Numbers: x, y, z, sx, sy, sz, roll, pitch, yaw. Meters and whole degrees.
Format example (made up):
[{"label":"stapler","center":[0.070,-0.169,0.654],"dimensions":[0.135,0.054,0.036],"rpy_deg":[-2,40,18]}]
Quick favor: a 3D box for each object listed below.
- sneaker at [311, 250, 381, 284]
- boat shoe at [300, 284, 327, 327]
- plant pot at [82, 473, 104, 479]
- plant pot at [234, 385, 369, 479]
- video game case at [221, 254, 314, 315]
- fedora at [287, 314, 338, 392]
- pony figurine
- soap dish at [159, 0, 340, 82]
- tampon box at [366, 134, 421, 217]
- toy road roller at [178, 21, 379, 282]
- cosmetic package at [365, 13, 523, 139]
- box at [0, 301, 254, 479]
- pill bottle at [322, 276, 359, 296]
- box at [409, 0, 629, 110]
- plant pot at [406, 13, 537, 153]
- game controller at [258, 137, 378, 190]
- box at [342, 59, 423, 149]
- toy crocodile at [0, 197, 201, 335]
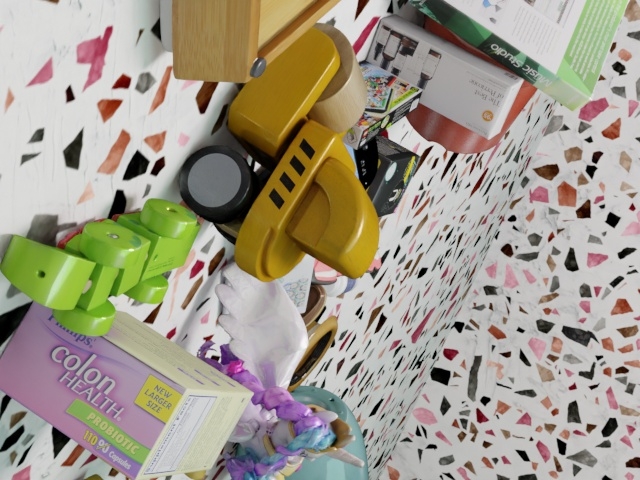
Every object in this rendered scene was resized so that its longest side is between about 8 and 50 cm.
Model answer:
[{"label":"sneaker","center":[0.000,0.000,1.931],"dimensions":[0.314,0.115,0.136],"rpy_deg":[-13,102,-60]},{"label":"boat shoe","center":[-0.067,0.134,1.900],"dimensions":[0.178,0.064,0.060],"rpy_deg":[-35,162,10]},{"label":"plant pot","center":[-0.352,0.489,1.544],"dimensions":[0.187,0.212,0.212],"rpy_deg":[-6,125,-54]},{"label":"plant pot","center":[-0.040,0.437,2.226],"dimensions":[0.293,0.293,0.235],"rpy_deg":[-39,138,-50]},{"label":"video game case","center":[-0.085,0.077,1.770],"dimensions":[0.143,0.019,0.157],"rpy_deg":[-10,142,-17]},{"label":"fedora","center":[-0.046,0.209,2.142],"dimensions":[0.194,0.079,0.194],"rpy_deg":[-48,164,-19]},{"label":"pony figurine","center":[-0.117,0.249,1.646],"dimensions":[0.303,0.351,0.363],"rpy_deg":[-41,175,-35]},{"label":"soap dish","center":[-0.045,-0.319,1.180],"dimensions":[0.291,0.118,0.229],"rpy_deg":[-47,159,-34]},{"label":"tampon box","center":[0.087,-0.114,1.939],"dimensions":[0.161,0.101,0.120],"rpy_deg":[-19,136,-65]},{"label":"toy road roller","center":[-0.006,-0.094,1.460],"dimensions":[0.330,0.240,0.202],"rpy_deg":[-58,164,-6]},{"label":"cosmetic package","center":[0.190,-0.260,1.751],"dimensions":[0.060,0.239,0.099],"rpy_deg":[-35,151,-54]},{"label":"box","center":[-0.228,0.176,1.319],"dimensions":[0.117,0.213,0.243],"rpy_deg":[-60,164,-1]},{"label":"pill bottle","center":[0.028,0.074,2.149],"dimensions":[0.067,0.067,0.120],"rpy_deg":[-64,163,14]},{"label":"box","center":[0.320,-0.382,1.743],"dimensions":[0.232,0.322,0.058],"rpy_deg":[-63,-170,-25]},{"label":"plant pot","center":[0.273,-0.309,1.923],"dimensions":[0.272,0.272,0.265],"rpy_deg":[-46,167,-38]},{"label":"game controller","center":[-0.004,-0.090,1.719],"dimensions":[0.319,0.067,0.166],"rpy_deg":[-46,129,-38]},{"label":"box","center":[0.061,-0.209,1.683],"dimensions":[0.207,0.114,0.036],"rpy_deg":[-39,154,-51]},{"label":"toy crocodile","center":[-0.234,0.016,1.258],"dimensions":[0.115,0.105,0.340],"rpy_deg":[-66,167,19]}]
